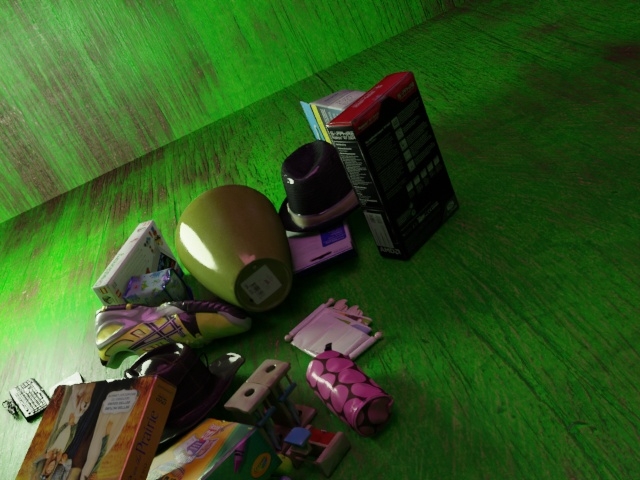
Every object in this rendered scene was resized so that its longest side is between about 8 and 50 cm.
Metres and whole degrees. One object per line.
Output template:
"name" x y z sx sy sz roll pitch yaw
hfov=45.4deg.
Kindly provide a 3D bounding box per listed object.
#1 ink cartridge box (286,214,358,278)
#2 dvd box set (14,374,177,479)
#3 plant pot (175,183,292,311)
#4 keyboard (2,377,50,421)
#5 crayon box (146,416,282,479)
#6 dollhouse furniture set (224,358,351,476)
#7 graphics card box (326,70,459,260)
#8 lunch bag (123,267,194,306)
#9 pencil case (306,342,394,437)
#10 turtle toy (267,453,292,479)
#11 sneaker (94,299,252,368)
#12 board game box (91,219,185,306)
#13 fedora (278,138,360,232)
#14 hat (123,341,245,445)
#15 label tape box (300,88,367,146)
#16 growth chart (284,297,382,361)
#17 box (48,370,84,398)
"ink cartridge box" 0.000 0.000 1.950 0.165 0.065 0.333 -22 25 7
"dvd box set" -0.438 0.447 1.341 0.307 0.062 0.420 -11 49 36
"plant pot" -0.178 0.045 1.810 0.275 0.275 0.293 -30 31 -8
"keyboard" -0.740 0.393 1.903 0.100 0.038 0.192 -38 28 -23
"crayon box" -0.202 0.393 1.305 0.165 0.081 0.278 -41 13 -28
"dollhouse furniture set" -0.043 0.307 1.352 0.183 0.129 0.129 1 36 43
"graphics card box" 0.176 -0.168 1.760 0.094 0.371 0.233 7 42 47
"lunch bag" -0.394 0.150 1.918 0.129 0.151 0.096 -13 39 22
"pencil case" 0.055 0.271 1.386 0.098 0.095 0.209 -13 23 -22
"turtle toy" -0.075 0.414 1.256 0.095 0.066 0.130 -14 29 22
"sneaker" -0.343 0.223 1.797 0.384 0.145 0.147 -6 73 14
"board game box" -0.470 0.106 2.016 0.053 0.193 0.305 -14 28 21
"fedora" -0.005 -0.167 2.010 0.334 0.152 0.334 -22 28 12
"hat" -0.318 0.290 1.535 0.331 0.134 0.331 -34 13 9
"label tape box" 0.105 -0.301 2.197 0.115 0.249 0.347 -34 28 -16
"growth chart" 0.027 0.197 1.615 0.172 0.021 0.237 -34 28 -17
"box" -0.621 0.363 1.875 0.083 0.018 0.067 -32 27 -13
